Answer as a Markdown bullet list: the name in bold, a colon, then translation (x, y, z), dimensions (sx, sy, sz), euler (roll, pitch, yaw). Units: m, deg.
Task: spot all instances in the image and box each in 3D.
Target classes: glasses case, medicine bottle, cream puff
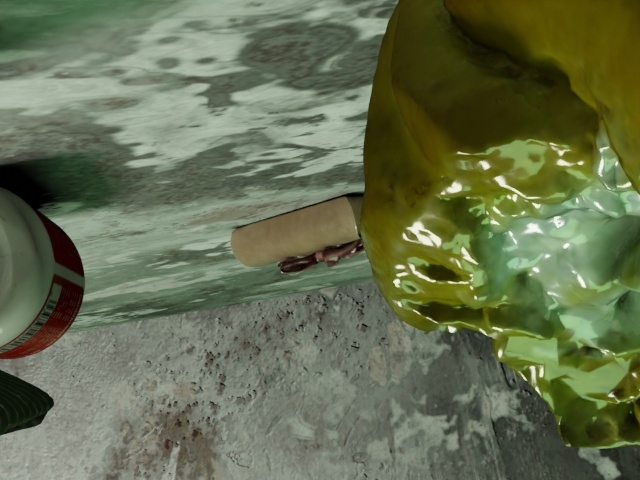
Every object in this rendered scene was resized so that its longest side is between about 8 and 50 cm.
- **glasses case**: translation (0.000, 0.000, 1.452), dimensions (0.194, 0.070, 0.102), euler (-15, 173, 41)
- **medicine bottle**: translation (-0.264, 0.031, 1.012), dimensions (0.131, 0.131, 0.250), euler (-10, 174, -4)
- **cream puff**: translation (0.184, -0.070, 0.550), dimensions (0.323, 0.269, 0.274), euler (-16, -154, 47)

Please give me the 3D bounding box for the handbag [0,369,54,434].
- **handbag**: translation (-0.300, 0.048, 0.578), dimensions (0.341, 0.247, 0.240), euler (-20, 171, 28)
